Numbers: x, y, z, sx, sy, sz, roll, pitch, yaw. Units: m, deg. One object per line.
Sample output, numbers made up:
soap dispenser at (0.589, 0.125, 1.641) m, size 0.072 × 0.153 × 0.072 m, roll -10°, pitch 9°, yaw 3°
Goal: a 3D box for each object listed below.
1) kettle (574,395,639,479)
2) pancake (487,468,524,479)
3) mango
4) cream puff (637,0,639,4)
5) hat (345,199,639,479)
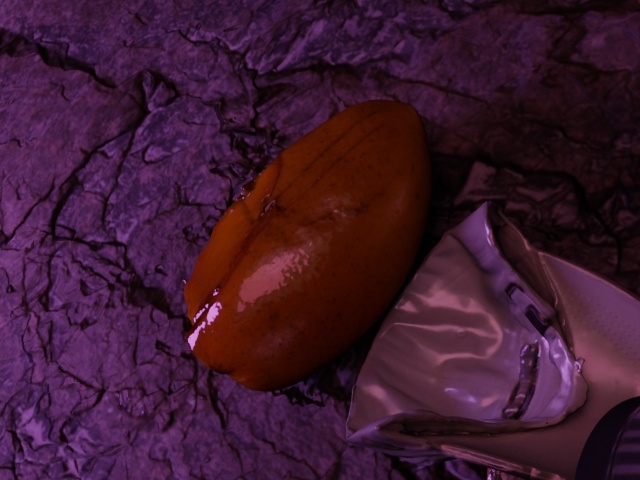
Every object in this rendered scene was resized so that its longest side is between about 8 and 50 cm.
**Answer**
kettle at (0.365, 0.195, 0.698) m, size 0.271 × 0.251 × 0.207 m, roll -23°, pitch 87°, yaw 57°
pancake at (0.220, 0.238, 0.911) m, size 0.140 × 0.022 × 0.139 m, roll -12°, pitch 65°, yaw 26°
mango at (0.000, 0.000, 1.023) m, size 0.199 × 0.201 × 0.350 m, roll 40°, pitch 83°, yaw 2°
cream puff at (0.371, -0.268, 0.961) m, size 0.094 × 0.122 × 0.116 m, roll -40°, pitch 15°, yaw 49°
hat at (0.188, 0.134, 0.908) m, size 0.302 × 0.168 × 0.257 m, roll 23°, pitch 64°, yaw 14°
